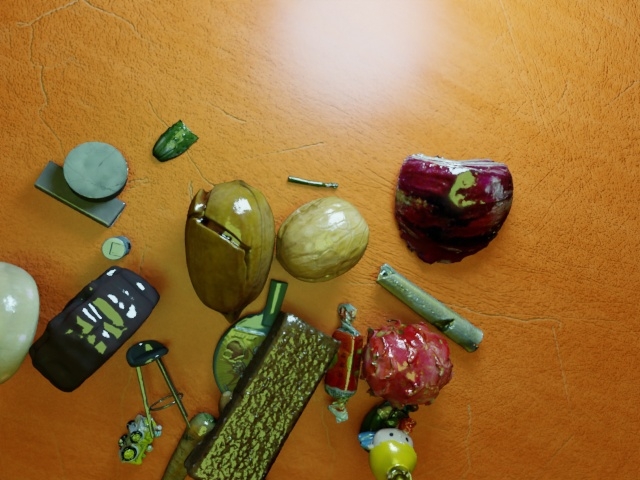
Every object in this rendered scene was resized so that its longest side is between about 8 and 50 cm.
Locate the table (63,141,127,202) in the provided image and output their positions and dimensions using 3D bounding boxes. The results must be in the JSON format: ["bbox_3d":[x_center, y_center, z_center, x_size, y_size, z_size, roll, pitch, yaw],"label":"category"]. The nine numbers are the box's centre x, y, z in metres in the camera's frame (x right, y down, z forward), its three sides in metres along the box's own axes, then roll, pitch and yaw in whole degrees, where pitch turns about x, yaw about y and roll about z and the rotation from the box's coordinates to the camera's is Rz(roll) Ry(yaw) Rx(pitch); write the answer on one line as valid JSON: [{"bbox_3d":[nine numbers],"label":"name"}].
[{"bbox_3d":[-0.506,-0.154,1.264,0.134,0.043,0.133,4,76,-17],"label":"table"}]

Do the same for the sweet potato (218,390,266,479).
[{"bbox_3d":[-0.193,0.530,1.353,0.106,0.095,0.354,-14,95,37],"label":"sweet potato"}]

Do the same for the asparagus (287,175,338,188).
[{"bbox_3d":[-0.017,-0.142,1.374,0.127,0.015,0.018,8,94,-9],"label":"asparagus"}]

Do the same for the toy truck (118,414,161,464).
[{"bbox_3d":[-0.426,0.472,1.326,0.077,0.076,0.111,29,87,-27],"label":"toy truck"}]

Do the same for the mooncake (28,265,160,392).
[{"bbox_3d":[-0.483,0.179,1.192,0.283,0.283,0.141,-45,99,-4],"label":"mooncake"}]

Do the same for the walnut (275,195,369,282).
[{"bbox_3d":[0.000,0.000,1.294,0.222,0.195,0.195,-24,97,-7],"label":"walnut"}]

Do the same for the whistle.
[{"bbox_3d":[0.276,0.172,1.420,0.326,0.057,0.068,37,43,-9],"label":"whistle"}]

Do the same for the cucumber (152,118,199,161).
[{"bbox_3d":[-0.346,-0.228,1.309,0.107,0.035,0.067,-44,100,-2],"label":"cucumber"}]

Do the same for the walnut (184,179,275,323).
[{"bbox_3d":[-0.204,0.031,1.268,0.209,0.209,0.335,-2,102,-9],"label":"walnut"}]

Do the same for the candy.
[{"bbox_3d":[0.057,0.301,1.382,0.086,0.059,0.291,7,89,32],"label":"candy"}]

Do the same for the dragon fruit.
[{"bbox_3d":[0.221,0.298,1.350,0.268,0.210,0.205,9,88,-40],"label":"dragon fruit"}]

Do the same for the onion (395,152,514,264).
[{"bbox_3d":[0.350,-0.072,1.374,0.315,0.146,0.279,0,98,-13],"label":"onion"}]

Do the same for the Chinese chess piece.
[{"bbox_3d":[-0.701,0.176,1.172,0.102,0.273,0.273,25,89,-49],"label":"Chinese chess piece"}]

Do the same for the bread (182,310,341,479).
[{"bbox_3d":[-0.124,0.370,1.273,0.165,0.113,0.416,37,74,-14],"label":"bread"}]

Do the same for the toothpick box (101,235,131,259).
[{"bbox_3d":[-0.466,0.016,1.280,0.052,0.083,0.052,-1,94,-9],"label":"toothpick box"}]

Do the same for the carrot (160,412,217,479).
[{"bbox_3d":[-0.339,0.551,1.346,0.078,0.078,0.298,29,93,-9],"label":"carrot"}]

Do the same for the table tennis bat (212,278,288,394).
[{"bbox_3d":[-0.142,0.256,1.370,0.215,0.044,0.328,16,93,-8],"label":"table tennis bat"}]

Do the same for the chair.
[{"bbox_3d":[-0.369,0.338,1.303,0.104,0.095,0.221,-25,93,-49],"label":"chair"}]

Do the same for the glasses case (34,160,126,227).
[{"bbox_3d":[-0.549,-0.104,1.281,0.191,0.042,0.072,31,78,-9],"label":"glasses case"}]

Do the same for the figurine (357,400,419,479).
[{"bbox_3d":[0.182,0.475,1.335,0.185,0.234,0.127,-42,95,-4],"label":"figurine"}]
